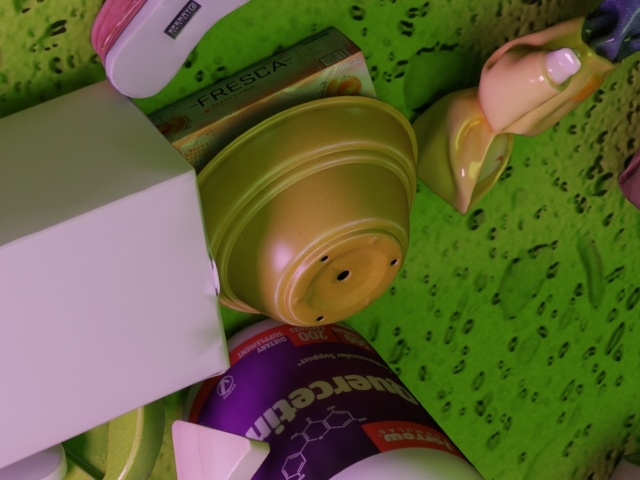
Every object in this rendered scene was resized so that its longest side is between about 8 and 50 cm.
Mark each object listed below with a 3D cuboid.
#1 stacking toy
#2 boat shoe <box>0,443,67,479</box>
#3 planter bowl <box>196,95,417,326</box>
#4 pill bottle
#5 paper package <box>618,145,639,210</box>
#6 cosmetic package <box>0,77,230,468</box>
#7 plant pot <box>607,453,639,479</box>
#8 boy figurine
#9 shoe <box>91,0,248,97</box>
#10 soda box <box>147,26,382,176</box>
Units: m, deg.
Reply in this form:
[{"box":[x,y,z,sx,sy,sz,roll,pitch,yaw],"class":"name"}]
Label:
[{"box":[-0.126,0.242,1.444,0.130,0.309,0.280,19,93,-45],"class":"stacking toy"},{"box":[-0.297,0.199,1.444,0.219,0.078,0.070,-11,129,2],"class":"boat shoe"},{"box":[0.000,0.000,1.433,0.217,0.090,0.217,-22,143,-17],"class":"planter bowl"},{"box":[0.023,0.199,1.447,0.181,0.323,0.182,-11,119,-20],"class":"pill bottle"},{"box":[0.460,-0.086,1.537,0.324,0.168,0.309,27,103,-8],"class":"paper package"},{"box":[-0.263,0.054,1.311,0.365,0.155,0.197,-23,131,-22],"class":"cosmetic package"},{"box":[0.314,0.343,1.724,0.256,0.256,0.274,9,93,-28],"class":"plant pot"},{"box":[0.189,-0.126,1.464,0.285,0.177,0.092,-36,84,13],"class":"boy figurine"},{"box":[-0.095,-0.185,1.345,0.178,0.081,0.063,-47,124,7],"class":"shoe"},{"box":[-0.049,-0.091,1.429,0.183,0.058,0.063,-26,124,-10],"class":"soda box"}]
